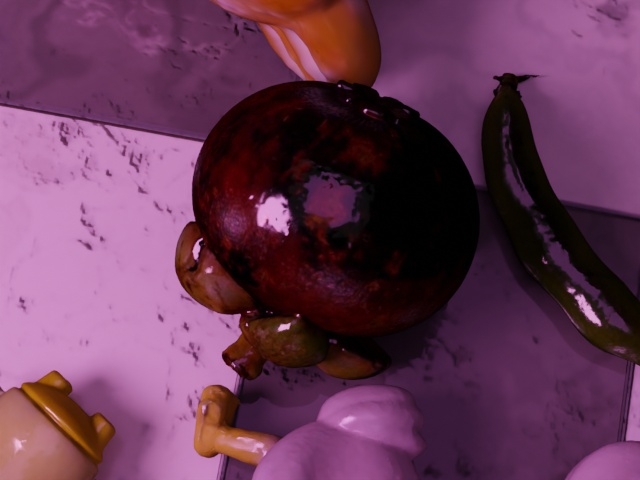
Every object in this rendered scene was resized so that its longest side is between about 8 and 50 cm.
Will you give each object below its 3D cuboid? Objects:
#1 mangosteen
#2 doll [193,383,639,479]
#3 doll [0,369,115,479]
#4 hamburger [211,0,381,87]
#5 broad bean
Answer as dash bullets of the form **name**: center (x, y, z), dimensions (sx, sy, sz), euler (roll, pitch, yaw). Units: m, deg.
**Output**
- **mangosteen**: center (0.000, 0.000, 0.942), dimensions (0.200, 0.200, 0.200), euler (0, 75, -2)
- **doll**: center (0.093, 0.179, 0.924), dimensions (0.365, 0.094, 0.160), euler (12, 72, 2)
- **doll**: center (-0.203, 0.155, 0.937), dimensions (0.106, 0.062, 0.162), euler (42, 77, 13)
- **hamburger**: center (-0.045, -0.242, 0.968), dimensions (0.186, 0.261, 0.302), euler (-49, 122, -7)
- **broad bean**: center (0.157, -0.011, 1.005), dimensions (0.069, 0.039, 0.226), euler (-19, 76, -13)
